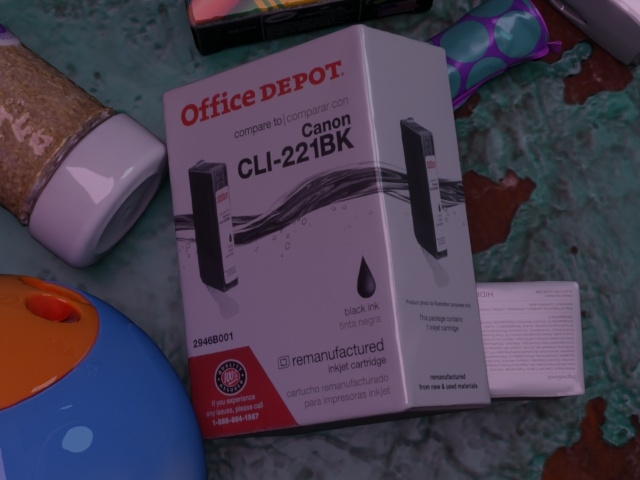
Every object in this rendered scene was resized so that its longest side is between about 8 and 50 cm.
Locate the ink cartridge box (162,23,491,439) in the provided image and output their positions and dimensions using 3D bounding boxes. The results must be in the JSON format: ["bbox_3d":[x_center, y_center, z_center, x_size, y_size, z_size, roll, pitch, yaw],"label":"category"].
[{"bbox_3d":[0.000,0.000,1.029,0.197,0.114,0.273,-14,77,36],"label":"ink cartridge box"}]

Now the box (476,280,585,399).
[{"bbox_3d":[0.143,0.079,1.070,0.102,0.101,0.087,0,82,-1],"label":"box"}]

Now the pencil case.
[{"bbox_3d":[0.112,-0.138,1.122,0.152,0.064,0.070,-36,67,-5],"label":"pencil case"}]

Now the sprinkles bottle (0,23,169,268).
[{"bbox_3d":[-0.288,-0.127,1.088,0.355,0.121,0.121,37,83,5],"label":"sprinkles bottle"}]

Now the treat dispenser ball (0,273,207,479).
[{"bbox_3d":[-0.222,0.166,0.959,0.288,0.288,0.288,0,81,0],"label":"treat dispenser ball"}]

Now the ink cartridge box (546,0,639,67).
[{"bbox_3d":[0.269,-0.275,1.131,0.158,0.092,0.218,40,85,5],"label":"ink cartridge box"}]

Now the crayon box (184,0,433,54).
[{"bbox_3d":[-0.035,-0.330,1.142,0.202,0.081,0.318,-12,81,-2],"label":"crayon box"}]
